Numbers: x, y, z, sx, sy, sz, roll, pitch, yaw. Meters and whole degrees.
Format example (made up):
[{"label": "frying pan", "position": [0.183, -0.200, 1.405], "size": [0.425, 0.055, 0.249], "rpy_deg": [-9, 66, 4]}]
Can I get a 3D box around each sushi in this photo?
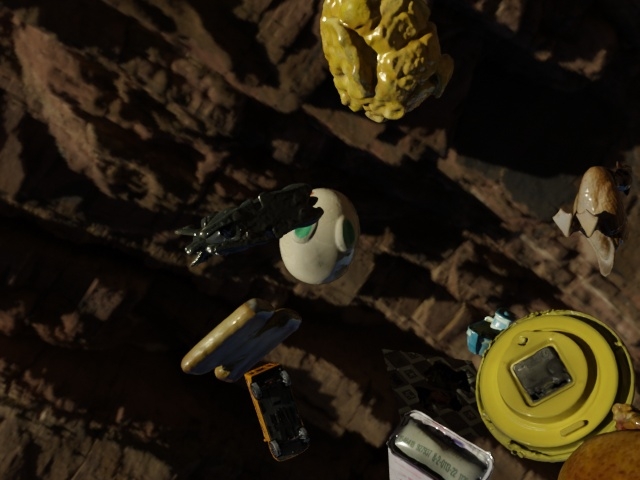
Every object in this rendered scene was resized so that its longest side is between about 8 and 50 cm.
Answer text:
[{"label": "sushi", "position": [0.306, 0.415, 1.832], "size": [0.294, 0.059, 0.292], "rpy_deg": [10, -149, -17]}]

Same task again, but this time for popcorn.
[{"label": "popcorn", "position": [0.077, -0.234, 0.901], "size": [0.140, 0.194, 0.163], "rpy_deg": [-37, -126, -23]}]

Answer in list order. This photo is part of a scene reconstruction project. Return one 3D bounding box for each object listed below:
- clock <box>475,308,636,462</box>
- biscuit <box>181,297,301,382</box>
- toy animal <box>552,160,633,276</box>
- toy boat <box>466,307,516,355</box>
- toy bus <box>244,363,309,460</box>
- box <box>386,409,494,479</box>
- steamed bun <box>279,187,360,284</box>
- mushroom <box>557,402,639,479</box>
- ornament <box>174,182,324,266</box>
[{"label": "clock", "position": [0.328, 0.198, 1.024], "size": [0.057, 0.237, 0.237], "rpy_deg": [42, -166, -44]}, {"label": "biscuit", "position": [-0.208, 0.267, 1.885], "size": [0.237, 0.290, 0.062], "rpy_deg": [27, -156, -54]}, {"label": "toy animal", "position": [0.495, -0.040, 1.225], "size": [0.179, 0.089, 0.188], "rpy_deg": [-26, -73, -31]}, {"label": "toy boat", "position": [0.404, 0.202, 1.657], "size": [0.088, 0.102, 0.215], "rpy_deg": [30, -157, 32]}, {"label": "toy bus", "position": [-0.095, 0.364, 1.513], "size": [0.083, 0.088, 0.195], "rpy_deg": [-19, -87, -24]}, {"label": "box", "position": [0.232, 0.482, 1.402], "size": [0.190, 0.370, 0.112], "rpy_deg": [27, -121, 23]}, {"label": "steamed bun", "position": [0.000, 0.000, 1.559], "size": [0.177, 0.228, 0.131], "rpy_deg": [13, -151, -7]}, {"label": "mushroom", "position": [0.382, 0.308, 0.779], "size": [0.195, 0.263, 0.283], "rpy_deg": [32, -135, -20]}, {"label": "ornament", "position": [-0.124, -0.024, 1.114], "size": [0.202, 0.236, 0.080], "rpy_deg": [-23, -87, -25]}]
